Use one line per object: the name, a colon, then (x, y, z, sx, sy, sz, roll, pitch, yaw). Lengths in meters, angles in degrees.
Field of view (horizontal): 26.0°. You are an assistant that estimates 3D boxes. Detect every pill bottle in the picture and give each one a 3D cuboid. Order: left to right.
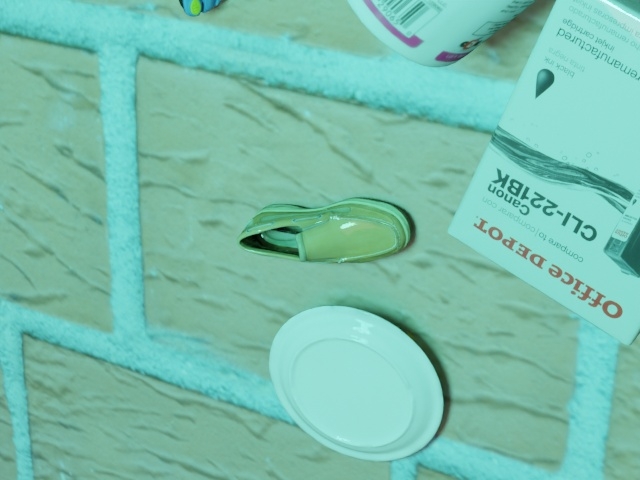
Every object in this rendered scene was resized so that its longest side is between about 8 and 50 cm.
pill bottle: (0.155, -0.281, 1.134, 0.283, 0.160, 0.160, -36, 90, 38)

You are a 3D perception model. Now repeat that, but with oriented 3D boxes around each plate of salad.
plate of salad: (0.039, 0.150, 1.481, 0.199, 0.048, 0.200, 12, 125, 19)

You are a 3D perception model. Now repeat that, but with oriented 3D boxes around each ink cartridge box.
ink cartridge box: (0.257, -0.077, 1.192, 0.197, 0.114, 0.273, 33, 126, 15)

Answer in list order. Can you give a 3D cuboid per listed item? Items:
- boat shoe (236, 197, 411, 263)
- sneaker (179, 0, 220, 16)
boat shoe: (0.000, 0.000, 1.420, 0.190, 0.072, 0.068, -4, 109, 34)
sneaker: (-0.131, -0.318, 1.372, 0.078, 0.067, 0.188, 19, 125, 49)
